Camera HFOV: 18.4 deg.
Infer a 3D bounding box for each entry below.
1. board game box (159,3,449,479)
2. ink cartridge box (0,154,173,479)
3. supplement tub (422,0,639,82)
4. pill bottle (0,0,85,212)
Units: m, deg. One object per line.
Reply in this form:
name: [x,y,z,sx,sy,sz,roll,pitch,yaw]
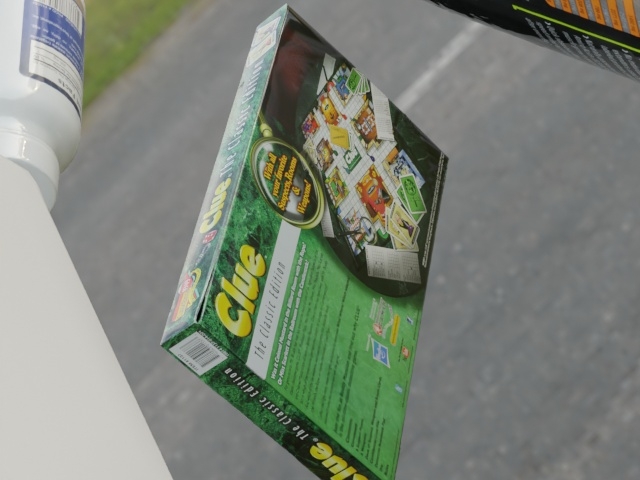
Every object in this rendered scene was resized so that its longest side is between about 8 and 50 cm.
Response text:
board game box: [0.000,0.000,1.002,0.030,0.136,0.260,-30,28,31]
ink cartridge box: [-0.186,0.076,0.393,0.273,0.115,0.198,-28,-15,6]
supplement tub: [0.160,-0.156,0.811,0.316,0.193,0.193,27,69,40]
pill bottle: [-0.141,-0.066,0.894,0.067,0.067,0.120,-33,41,31]
